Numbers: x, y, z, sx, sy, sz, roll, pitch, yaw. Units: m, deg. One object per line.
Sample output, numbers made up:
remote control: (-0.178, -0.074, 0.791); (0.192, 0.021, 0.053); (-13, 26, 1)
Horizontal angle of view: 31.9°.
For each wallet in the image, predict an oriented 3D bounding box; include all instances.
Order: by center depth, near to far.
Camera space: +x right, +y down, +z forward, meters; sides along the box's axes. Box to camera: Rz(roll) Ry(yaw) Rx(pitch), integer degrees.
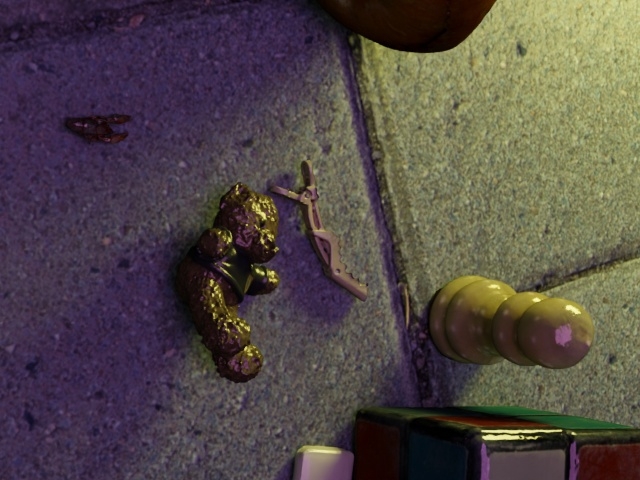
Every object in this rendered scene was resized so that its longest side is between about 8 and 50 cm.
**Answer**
wallet: (-0.003, 0.389, 1.596); (0.095, 0.033, 0.190); (11, 85, -26)

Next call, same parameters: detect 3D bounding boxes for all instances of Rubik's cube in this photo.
Rubik's cube: (0.244, 0.400, 1.569); (0.316, 0.318, 0.313); (5, 87, -29)

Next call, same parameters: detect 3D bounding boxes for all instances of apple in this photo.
apple: (0.134, -0.461, 1.509); (0.374, 0.374, 0.384); (-41, 138, -21)

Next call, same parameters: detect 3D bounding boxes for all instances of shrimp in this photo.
shrimp: (-0.283, -0.142, 1.443); (0.092, 0.029, 0.038); (-10, 95, -31)

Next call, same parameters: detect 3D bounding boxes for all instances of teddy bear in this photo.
teddy bear: (-0.127, 0.050, 1.480); (0.129, 0.182, 0.251); (8, 68, 11)

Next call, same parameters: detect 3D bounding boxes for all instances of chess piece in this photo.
chess piece: (0.283, 0.128, 1.616); (0.143, 0.261, 0.142); (-2, 95, -28)

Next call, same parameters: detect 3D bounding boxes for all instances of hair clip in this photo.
hair clip: (0.000, 0.000, 1.592); (0.072, 0.034, 0.226); (-30, 106, -20)
